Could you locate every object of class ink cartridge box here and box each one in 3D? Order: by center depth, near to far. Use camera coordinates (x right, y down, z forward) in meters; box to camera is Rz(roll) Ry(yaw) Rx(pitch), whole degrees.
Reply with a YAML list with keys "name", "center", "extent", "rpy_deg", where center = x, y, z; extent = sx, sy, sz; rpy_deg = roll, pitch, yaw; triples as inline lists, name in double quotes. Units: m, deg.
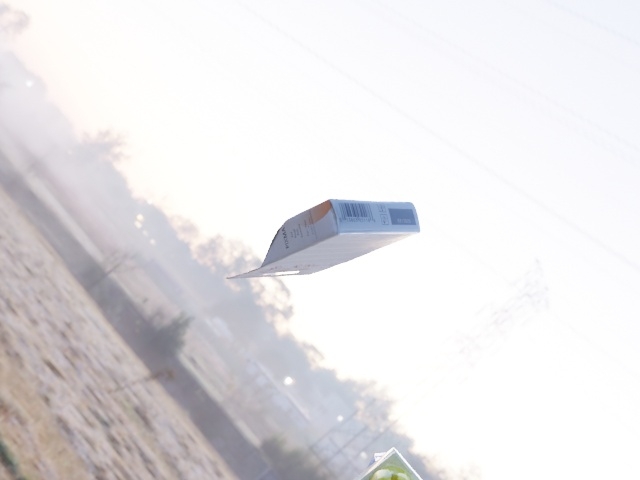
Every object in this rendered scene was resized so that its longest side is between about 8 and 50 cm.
- name: "ink cartridge box"
  center: [0.000, 0.000, 1.060]
  extent: [0.179, 0.145, 0.045]
  rpy_deg: [-20, -103, 40]

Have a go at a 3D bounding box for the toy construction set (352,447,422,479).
- name: "toy construction set"
  center: [-0.066, 0.273, 0.648]
  extent: [0.151, 0.328, 0.214]
  rpy_deg: [-29, 105, -75]
